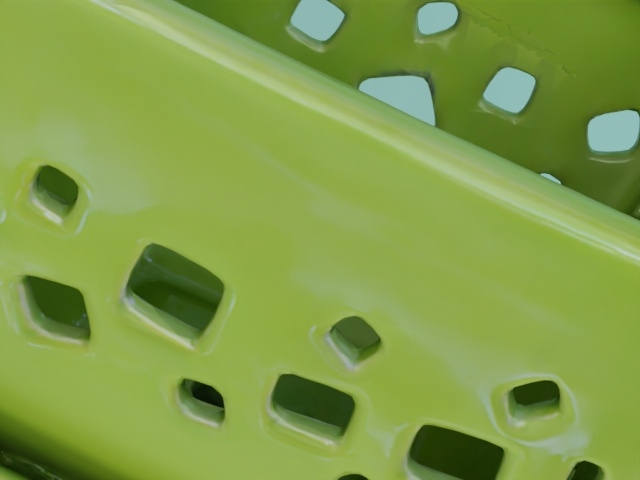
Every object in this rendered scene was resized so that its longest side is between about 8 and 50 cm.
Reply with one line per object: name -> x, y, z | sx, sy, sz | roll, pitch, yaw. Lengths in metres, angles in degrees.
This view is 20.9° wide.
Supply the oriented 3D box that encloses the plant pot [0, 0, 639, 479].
plant pot -> 0.000, 0.000, 0.553 | 0.228, 0.227, 0.207 | 26, 121, 0
